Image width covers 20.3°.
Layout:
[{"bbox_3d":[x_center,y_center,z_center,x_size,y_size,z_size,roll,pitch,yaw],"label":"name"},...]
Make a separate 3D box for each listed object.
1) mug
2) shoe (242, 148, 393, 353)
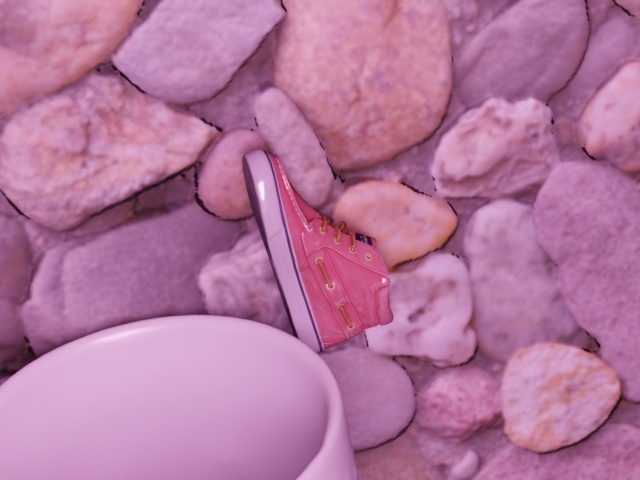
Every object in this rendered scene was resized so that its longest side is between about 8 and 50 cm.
[{"bbox_3d":[-0.138,0.283,1.299,0.374,0.276,0.328,-23,123,-20],"label":"mug"},{"bbox_3d":[0.000,0.000,1.347,0.081,0.063,0.178,-19,118,-5],"label":"shoe"}]
